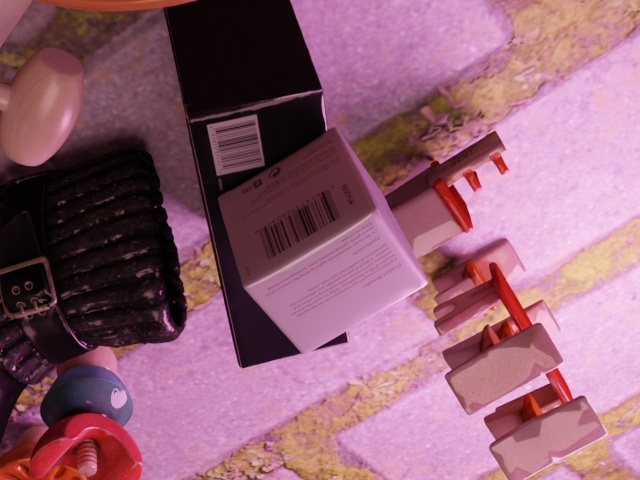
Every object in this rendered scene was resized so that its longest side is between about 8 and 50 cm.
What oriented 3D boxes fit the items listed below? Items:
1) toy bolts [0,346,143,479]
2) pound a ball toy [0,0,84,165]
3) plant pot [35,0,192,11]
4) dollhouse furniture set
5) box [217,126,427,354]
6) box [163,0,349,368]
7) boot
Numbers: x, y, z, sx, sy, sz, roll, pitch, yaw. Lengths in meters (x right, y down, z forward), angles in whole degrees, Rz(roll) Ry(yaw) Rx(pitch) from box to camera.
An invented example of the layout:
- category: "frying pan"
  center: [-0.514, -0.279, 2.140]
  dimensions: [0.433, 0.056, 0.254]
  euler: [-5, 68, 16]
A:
- category: "toy bolts"
  center: [-0.288, 0.190, 1.062]
  dimensions: [0.218, 0.158, 0.228]
  euler: [33, 118, -32]
- category: "pound a ball toy"
  center: [-0.276, -0.206, 0.659]
  dimensions: [0.319, 0.208, 0.136]
  euler: [25, 122, -32]
- category: "plant pot"
  center: [-0.114, -0.300, 0.590]
  dimensions: [0.290, 0.204, 0.291]
  euler: [-15, 146, -10]
- category: "dollhouse furniture set"
  center: [0.167, 0.048, 0.998]
  dimensions: [0.135, 0.262, 0.259]
  euler: [-30, 101, 11]
- category: "box"
  center: [0.000, 0.000, 0.743]
  dimensions: [0.101, 0.102, 0.087]
  euler: [-31, 131, 9]
- category: "box"
  center: [-0.051, -0.057, 0.873]
  dimensions: [0.103, 0.184, 0.261]
  euler: [-14, 134, -7]
- category: "boot"
  center: [-0.236, 0.105, 0.904]
  dimensions: [0.260, 0.348, 0.131]
  euler: [-7, 178, -6]
